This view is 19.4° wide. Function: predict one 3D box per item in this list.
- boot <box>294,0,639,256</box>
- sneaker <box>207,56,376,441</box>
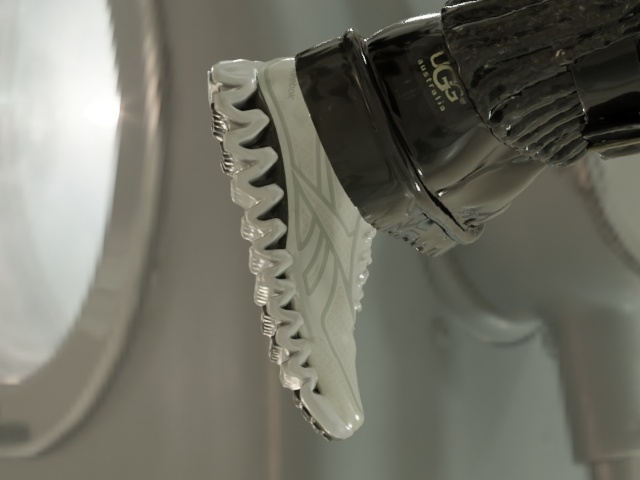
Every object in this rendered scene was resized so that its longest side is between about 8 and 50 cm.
[{"bbox_3d":[0.144,-0.097,1.036,0.260,0.348,0.131,-25,-90,9],"label":"boot"},{"bbox_3d":[0.000,0.000,1.375,0.110,0.118,0.292,134,-57,-82],"label":"sneaker"}]
